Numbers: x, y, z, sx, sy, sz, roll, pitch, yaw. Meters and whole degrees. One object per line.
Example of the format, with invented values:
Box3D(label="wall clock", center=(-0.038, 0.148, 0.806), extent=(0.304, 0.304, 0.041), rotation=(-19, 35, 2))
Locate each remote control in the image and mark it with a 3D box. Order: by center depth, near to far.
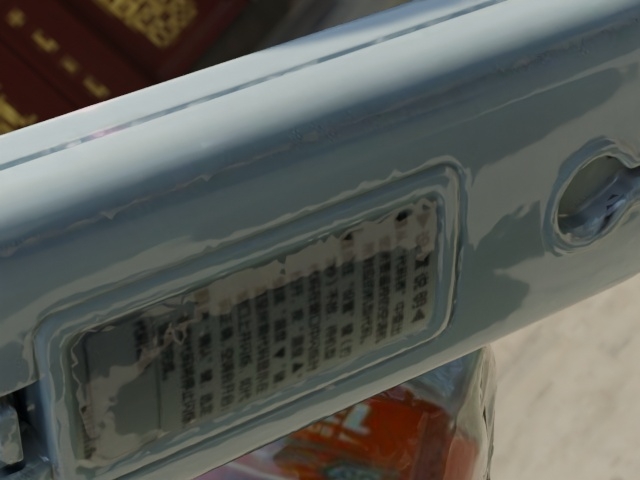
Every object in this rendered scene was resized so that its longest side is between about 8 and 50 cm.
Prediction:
Box3D(label="remote control", center=(0.000, 0.000, 0.362), extent=(0.244, 0.087, 0.047), rotation=(-22, 38, -27))

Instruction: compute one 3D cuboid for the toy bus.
Box3D(label="toy bus", center=(0.006, 0.085, 0.602), extent=(0.265, 0.121, 0.120), rotation=(69, -139, -74))
